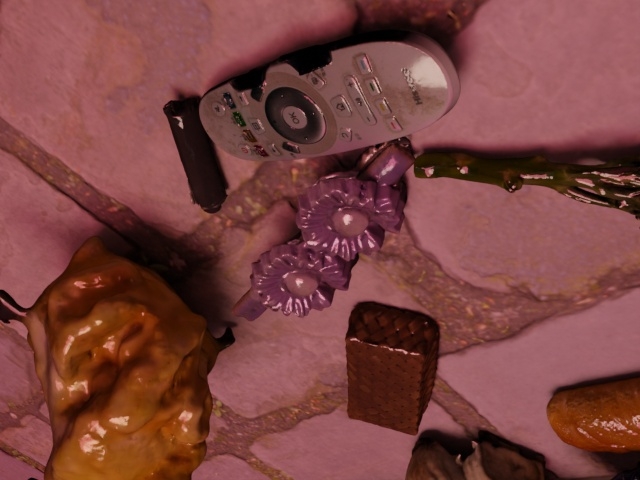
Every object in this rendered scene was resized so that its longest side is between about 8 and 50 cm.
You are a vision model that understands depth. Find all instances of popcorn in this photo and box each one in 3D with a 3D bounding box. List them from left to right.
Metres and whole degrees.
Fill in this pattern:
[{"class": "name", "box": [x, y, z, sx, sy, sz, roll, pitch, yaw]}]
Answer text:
[{"class": "popcorn", "box": [-0.233, 0.157, 0.834, 0.297, 0.281, 0.316, 39, 137, 54]}]

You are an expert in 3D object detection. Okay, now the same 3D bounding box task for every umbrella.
[{"class": "umbrella", "box": [-0.120, -0.081, 0.683, 0.036, 0.031, 0.133, 10, 137, 20]}]

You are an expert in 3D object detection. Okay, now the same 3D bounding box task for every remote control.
[{"class": "remote control", "box": [-0.003, -0.117, 0.578, 0.256, 0.045, 0.097, -5, 129, 35]}]

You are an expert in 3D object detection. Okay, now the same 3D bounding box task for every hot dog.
[{"class": "hot dog", "box": [0.355, 0.162, 0.676, 0.286, 0.061, 0.088, -31, 103, 43]}]

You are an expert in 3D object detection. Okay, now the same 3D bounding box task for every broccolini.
[{"class": "broccolini", "box": [0.184, -0.049, 0.562, 0.216, 0.058, 0.067, 7, 101, 31]}]

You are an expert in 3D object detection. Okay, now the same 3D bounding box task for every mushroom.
[{"class": "mushroom", "box": [0.226, 0.373, 0.877, 0.267, 0.164, 0.190, 23, 138, 4]}]

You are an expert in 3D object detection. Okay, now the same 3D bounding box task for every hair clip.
[{"class": "hair clip", "box": [0.000, 0.000, 0.682, 0.106, 0.085, 0.292, 22, 137, -22]}]

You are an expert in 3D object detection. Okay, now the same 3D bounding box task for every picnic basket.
[{"class": "picnic basket", "box": [0.079, 0.157, 0.812, 0.110, 0.055, 0.193, 12, 135, 16]}]

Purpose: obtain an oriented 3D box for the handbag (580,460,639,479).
[{"class": "handbag", "box": [0.376, 0.339, 0.722, 0.260, 0.113, 0.162, 46, 122, -7]}]
